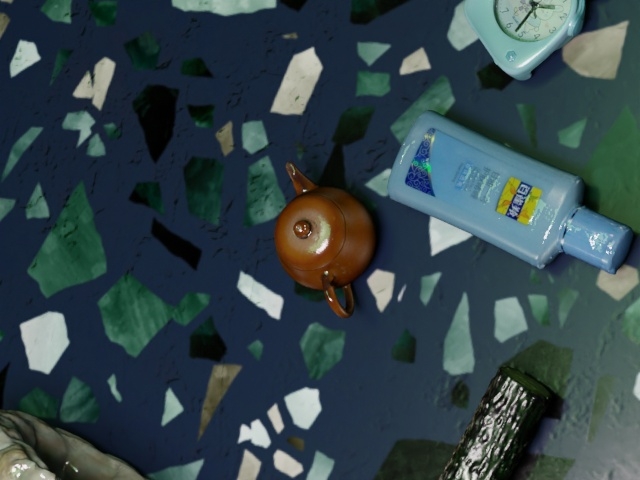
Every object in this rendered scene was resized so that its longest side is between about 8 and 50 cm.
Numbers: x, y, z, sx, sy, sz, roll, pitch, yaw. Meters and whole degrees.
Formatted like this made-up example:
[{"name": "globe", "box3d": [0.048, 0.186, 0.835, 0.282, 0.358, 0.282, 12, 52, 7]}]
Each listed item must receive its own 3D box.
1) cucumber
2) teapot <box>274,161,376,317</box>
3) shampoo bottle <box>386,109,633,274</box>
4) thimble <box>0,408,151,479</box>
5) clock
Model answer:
[{"name": "cucumber", "box3d": [0.141, 0.267, 1.913, 0.067, 0.067, 0.294, 29, 96, 25]}, {"name": "teapot", "box3d": [0.000, 0.000, 1.994, 0.116, 0.116, 0.173, -22, 74, 19]}, {"name": "shampoo bottle", "box3d": [0.197, -0.041, 1.939, 0.258, 0.061, 0.104, 26, 94, 25]}, {"name": "thimble", "box3d": [-0.280, 0.318, 1.969, 0.291, 0.291, 0.195, 30, 93, 25]}, {"name": "clock", "box3d": [0.230, -0.245, 1.967, 0.147, 0.045, 0.108, -36, 70, 14]}]
